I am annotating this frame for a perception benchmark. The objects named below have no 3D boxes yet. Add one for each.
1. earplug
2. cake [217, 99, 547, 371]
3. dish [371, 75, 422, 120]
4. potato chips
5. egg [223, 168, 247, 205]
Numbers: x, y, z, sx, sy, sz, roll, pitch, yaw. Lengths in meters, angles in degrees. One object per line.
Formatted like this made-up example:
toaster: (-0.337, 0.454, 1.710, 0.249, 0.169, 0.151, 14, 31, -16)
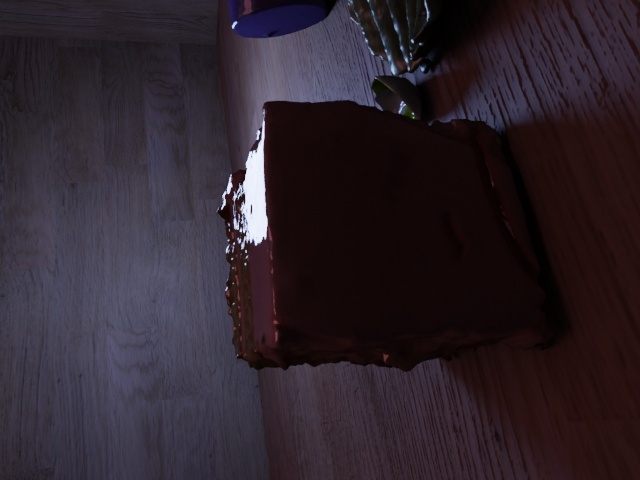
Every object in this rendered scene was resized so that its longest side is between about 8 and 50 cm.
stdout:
earplug: (-0.127, -0.687, 1.004, 0.215, 0.215, 0.456, -161, 59, -72)
cake: (0.040, 0.014, 0.590, 0.307, 0.314, 0.293, 130, 135, -69)
dish: (0.119, -0.213, 0.711, 0.091, 0.039, 0.137, 44, -175, -6)
potato chips: (0.104, -0.408, 0.614, 0.373, 0.097, 0.389, 104, 153, -47)
egg: (-0.179, -0.091, 1.440, 0.220, 0.220, 0.269, -123, 31, -58)
